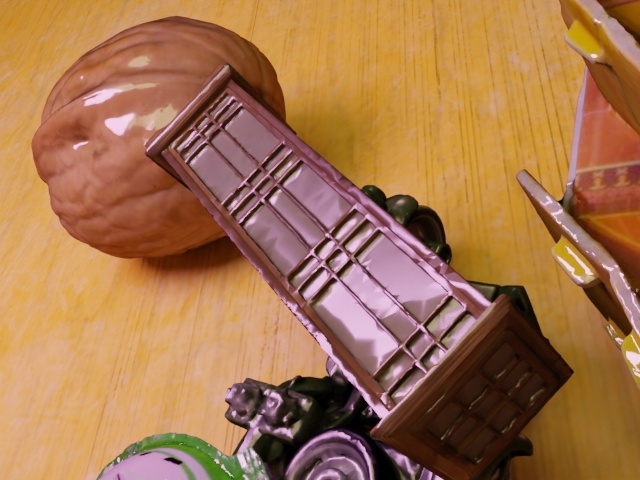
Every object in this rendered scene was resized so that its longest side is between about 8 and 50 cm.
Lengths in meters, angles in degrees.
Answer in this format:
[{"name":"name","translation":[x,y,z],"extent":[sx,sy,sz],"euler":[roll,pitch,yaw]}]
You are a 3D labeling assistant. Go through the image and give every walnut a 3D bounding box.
[{"name":"walnut","translation":[-0.155,-0.094,0.801],"extent":[0.261,0.225,0.225],"euler":[-19,42,26]}]

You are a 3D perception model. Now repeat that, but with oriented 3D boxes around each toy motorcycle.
[{"name":"toy motorcycle","translation":[0.053,0.080,0.551],"extent":[0.205,0.127,0.275],"euler":[6,58,42]}]

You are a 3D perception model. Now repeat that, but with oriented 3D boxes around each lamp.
[{"name":"lamp","translation":[0.000,0.000,0.507],"extent":[0.090,0.089,0.325],"euler":[-46,42,2]}]

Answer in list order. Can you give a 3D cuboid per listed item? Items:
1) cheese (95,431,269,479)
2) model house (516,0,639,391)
[{"name":"cheese","translation":[-0.135,0.246,0.515],"extent":[0.320,0.083,0.204],"euler":[-43,47,17]},{"name":"model house","translation":[0.265,-0.047,0.416],"extent":[0.340,0.300,0.323],"euler":[-5,56,35]}]
